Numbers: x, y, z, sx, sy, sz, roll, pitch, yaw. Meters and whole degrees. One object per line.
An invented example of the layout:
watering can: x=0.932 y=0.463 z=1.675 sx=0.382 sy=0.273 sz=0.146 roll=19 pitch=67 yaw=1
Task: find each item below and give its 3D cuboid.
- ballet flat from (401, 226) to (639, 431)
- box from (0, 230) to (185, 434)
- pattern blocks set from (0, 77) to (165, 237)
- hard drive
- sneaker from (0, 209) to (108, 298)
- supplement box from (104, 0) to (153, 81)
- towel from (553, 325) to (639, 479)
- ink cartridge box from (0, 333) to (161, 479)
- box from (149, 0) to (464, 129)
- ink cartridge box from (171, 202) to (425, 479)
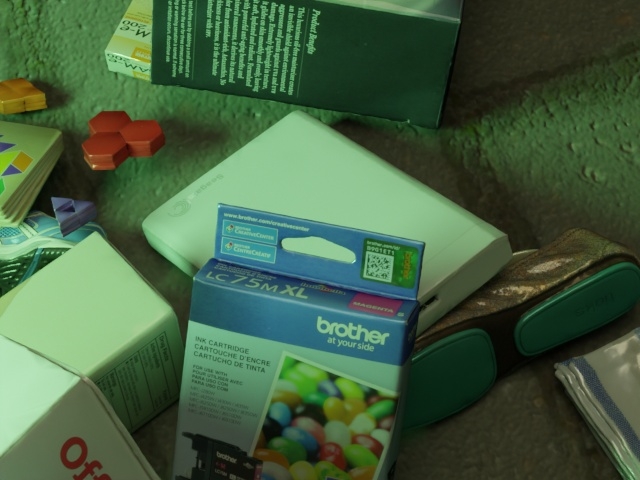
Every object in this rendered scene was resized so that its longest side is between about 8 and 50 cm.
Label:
ballet flat: x=0.143 y=0.077 z=1.757 sx=0.316 sy=0.107 sz=0.106 roll=-23 pitch=41 yaw=-17
box: x=-0.273 y=0.148 z=1.696 sx=0.311 sy=0.148 sz=0.121 roll=-36 pitch=62 yaw=-20
pattern blocks set: x=-0.344 y=-0.068 z=1.859 sx=0.325 sy=0.026 sz=0.285 roll=15 pitch=42 yaw=25
hard drive: x=0.000 y=0.000 z=1.774 sx=0.203 sy=0.040 sz=0.307 roll=-37 pitch=43 yaw=-18
sneaker: x=-0.299 y=0.016 z=1.832 sx=0.211 sy=0.080 sz=0.081 roll=4 pitch=33 yaw=7
supplement box: x=-0.172 y=-0.212 z=1.978 sx=0.062 sy=0.036 sz=0.098 roll=16 pitch=60 yaw=13
towel: x=0.379 y=0.135 z=1.734 sx=0.285 sy=0.034 sz=0.209 roll=-24 pitch=61 yaw=-12
ink cartridge box: x=-0.299 y=0.304 z=1.499 sx=0.166 sy=0.285 sz=0.395 roll=22 pitch=58 yaw=44
box: x=0.002 y=-0.295 z=1.915 sx=0.294 sy=0.182 sz=0.296 roll=9 pitch=57 yaw=-1
ink cartridge box: x=-0.023 y=0.135 z=1.613 sx=0.186 sy=0.311 sz=0.065 roll=12 pitch=19 yaw=11
